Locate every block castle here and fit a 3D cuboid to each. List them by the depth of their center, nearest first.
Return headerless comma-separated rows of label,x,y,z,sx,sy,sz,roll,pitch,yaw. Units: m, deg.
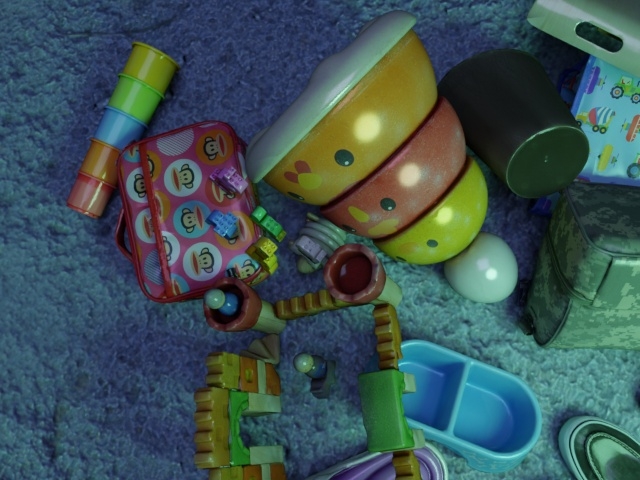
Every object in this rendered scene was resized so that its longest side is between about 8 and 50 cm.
block castle,-0.018,0.253,0.844,0.303,0.213,0.453,-15,68,22

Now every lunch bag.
lunch bag,0.488,0.067,0.922,0.305,0.213,0.256,5,124,1
lunch bag,0.500,-0.137,1.012,0.220,0.138,0.293,16,92,2
lunch bag,-0.232,-0.042,1.025,0.258,0.120,0.293,-14,82,5

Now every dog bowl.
dog bowl,0.214,0.258,0.957,0.297,0.074,0.166,21,65,5

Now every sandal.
sandal,0.017,0.450,0.942,0.416,0.102,0.169,-36,82,-5

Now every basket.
basket,0.314,-0.185,0.947,0.204,0.154,0.227,-9,42,-6

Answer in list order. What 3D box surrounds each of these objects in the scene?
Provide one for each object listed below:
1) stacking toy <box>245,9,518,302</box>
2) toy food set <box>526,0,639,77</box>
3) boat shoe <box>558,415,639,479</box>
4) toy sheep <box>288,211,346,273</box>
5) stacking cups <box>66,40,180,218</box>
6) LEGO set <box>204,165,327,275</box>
stacking toy,0.152,-0.082,0.951,0.480,0.350,0.350,44,85,-8
toy food set,0.474,-0.380,0.994,0.219,0.092,0.306,29,47,6
boat shoe,0.523,0.411,0.922,0.121,0.119,0.335,-44,82,-4
toy sheep,0.000,0.000,1.022,0.091,0.091,0.132,30,78,6
stacking cups,-0.359,-0.192,1.071,0.096,0.096,0.316,23,88,5
LEGO set,-0.093,-0.015,0.911,0.227,0.093,0.087,40,72,-8
